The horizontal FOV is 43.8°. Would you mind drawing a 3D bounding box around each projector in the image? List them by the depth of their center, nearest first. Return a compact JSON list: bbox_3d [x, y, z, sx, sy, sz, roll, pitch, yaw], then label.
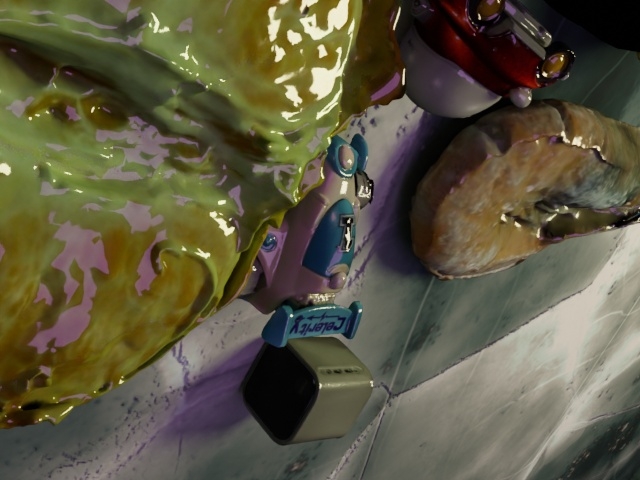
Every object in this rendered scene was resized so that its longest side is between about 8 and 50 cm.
[{"bbox_3d":[-0.012,0.141,0.763,0.082,0.083,0.083,8,118,-48],"label":"projector"}]

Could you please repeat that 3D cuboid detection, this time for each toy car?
[{"bbox_3d":[0.107,-0.149,0.611,0.139,0.112,0.112,22,123,-42],"label":"toy car"},{"bbox_3d":[0.000,0.000,0.633,0.126,0.098,0.161,2,123,-48],"label":"toy car"}]

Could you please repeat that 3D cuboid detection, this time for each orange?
[{"bbox_3d":[-0.116,-0.086,0.359,0.334,0.196,0.262,-57,157,20],"label":"orange"}]

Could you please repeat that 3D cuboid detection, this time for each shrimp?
[{"bbox_3d":[0.264,-0.044,0.862,0.446,0.110,0.221,-1,130,-40],"label":"shrimp"}]

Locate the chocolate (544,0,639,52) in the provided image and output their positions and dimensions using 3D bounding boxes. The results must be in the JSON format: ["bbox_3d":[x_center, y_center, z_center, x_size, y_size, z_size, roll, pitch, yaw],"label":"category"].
[{"bbox_3d":[0.262,-0.261,0.528,0.186,0.284,0.283,-56,144,-3],"label":"chocolate"}]

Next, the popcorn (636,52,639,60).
[{"bbox_3d":[0.409,-0.238,0.730,0.266,0.192,0.233,-20,143,-56],"label":"popcorn"}]
